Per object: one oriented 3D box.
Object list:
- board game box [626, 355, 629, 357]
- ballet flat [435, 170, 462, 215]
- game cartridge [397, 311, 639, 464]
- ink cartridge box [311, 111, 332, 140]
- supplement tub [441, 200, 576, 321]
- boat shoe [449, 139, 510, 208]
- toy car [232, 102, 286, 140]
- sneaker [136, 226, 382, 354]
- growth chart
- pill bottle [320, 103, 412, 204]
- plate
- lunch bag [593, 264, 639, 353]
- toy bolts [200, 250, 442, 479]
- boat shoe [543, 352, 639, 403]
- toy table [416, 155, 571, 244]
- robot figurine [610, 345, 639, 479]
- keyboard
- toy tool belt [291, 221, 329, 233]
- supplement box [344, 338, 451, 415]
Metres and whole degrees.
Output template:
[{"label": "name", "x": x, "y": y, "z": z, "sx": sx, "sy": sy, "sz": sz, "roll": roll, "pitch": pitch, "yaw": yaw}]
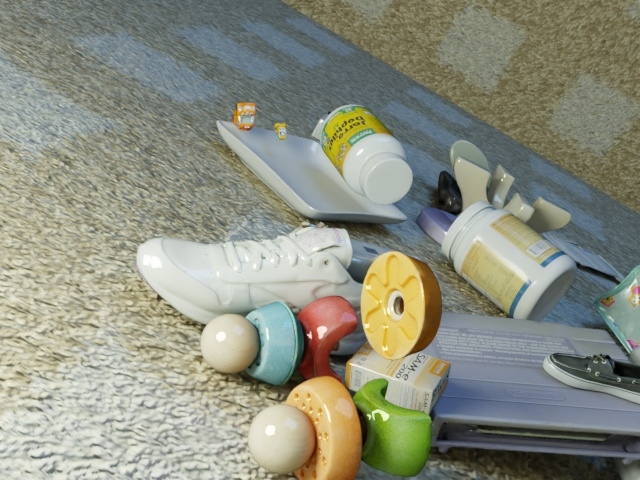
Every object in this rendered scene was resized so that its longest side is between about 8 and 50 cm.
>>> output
[{"label": "board game box", "x": 0.528, "y": 0.261, "z": 1.335, "sx": 0.243, "sy": 0.042, "sz": 0.165, "roll": 30, "pitch": 24, "yaw": 6}, {"label": "ballet flat", "x": 0.284, "y": -0.099, "z": 1.870, "sx": 0.084, "sy": 0.058, "sz": 0.250, "roll": 43, "pitch": 16, "yaw": -6}, {"label": "game cartridge", "x": 0.233, "y": 0.172, "z": 1.033, "sx": 0.355, "sy": 0.068, "sz": 0.230, "roll": 7, "pitch": 22, "yaw": -13}, {"label": "ink cartridge box", "x": 0.087, "y": -0.205, "z": 1.850, "sx": 0.207, "sy": 0.046, "sz": 0.097, "roll": 31, "pitch": 22, "yaw": 1}, {"label": "supplement tub", "x": 0.324, "y": 0.036, "z": 1.464, "sx": 0.200, "sy": 0.144, "sz": 0.144, "roll": 42, "pitch": 23, "yaw": 28}, {"label": "boat shoe", "x": 0.362, "y": -0.133, "z": 1.950, "sx": 0.227, "sy": 0.079, "sz": 0.081, "roll": 53, "pitch": -4, "yaw": -14}, {"label": "toy car", "x": -0.097, "y": -0.202, "z": 1.455, "sx": 0.122, "sy": 0.060, "sz": 0.040, "roll": 7, "pitch": 61, "yaw": -34}, {"label": "sneaker", "x": -0.055, "y": 0.030, "z": 0.952, "sx": 0.305, "sy": 0.152, "sz": 0.114, "roll": 16, "pitch": 27, "yaw": -30}, {"label": "growth chart", "x": 0.649, "y": 0.040, "z": 2.080, "sx": 0.237, "sy": 0.021, "sz": 0.172, "roll": 20, "pitch": 22, "yaw": -26}, {"label": "pill bottle", "x": 0.082, "y": -0.148, "z": 1.476, "sx": 0.117, "sy": 0.117, "sz": 0.208, "roll": 19, "pitch": 23, "yaw": -29}, {"label": "plate", "x": -0.018, "y": -0.106, "z": 1.475, "sx": 0.277, "sy": 0.045, "sz": 0.278, "roll": 42, "pitch": 24, "yaw": 31}, {"label": "lunch bag", "x": 0.680, "y": 0.182, "z": 1.601, "sx": 0.223, "sy": 0.160, "sz": 0.262, "roll": 10, "pitch": 39, "yaw": -50}, {"label": "toy bolts", "x": -0.012, "y": 0.102, "z": 0.808, "sx": 0.158, "sy": 0.218, "sz": 0.228, "roll": 3, "pitch": 13, "yaw": -31}, {"label": "boat shoe", "x": 0.339, "y": 0.155, "z": 1.005, "sx": 0.142, "sy": 0.040, "sz": 0.049, "roll": 16, "pitch": 26, "yaw": 4}, {"label": "toy table", "x": 0.346, "y": -0.041, "z": 1.658, "sx": 0.274, "sy": 0.161, "sz": 0.252, "roll": 22, "pitch": 22, "yaw": -19}, {"label": "robot figurine", "x": 0.509, "y": 0.276, "z": 1.073, "sx": 0.300, "sy": 0.200, "sz": 0.353, "roll": 0, "pitch": 27, "yaw": -9}, {"label": "keyboard", "x": 0.086, "y": 0.024, "z": 1.364, "sx": 0.256, "sy": 0.014, "sz": 0.072, "roll": 15, "pitch": 20, "yaw": -36}, {"label": "toy tool belt", "x": 0.000, "y": 0.000, "z": 1.231, "sx": 0.083, "sy": 0.051, "sz": 0.052, "roll": 22, "pitch": 52, "yaw": -19}, {"label": "supplement box", "x": 0.083, "y": 0.145, "z": 0.909, "sx": 0.098, "sy": 0.036, "sz": 0.062, "roll": 16, "pitch": 30, "yaw": 21}]
